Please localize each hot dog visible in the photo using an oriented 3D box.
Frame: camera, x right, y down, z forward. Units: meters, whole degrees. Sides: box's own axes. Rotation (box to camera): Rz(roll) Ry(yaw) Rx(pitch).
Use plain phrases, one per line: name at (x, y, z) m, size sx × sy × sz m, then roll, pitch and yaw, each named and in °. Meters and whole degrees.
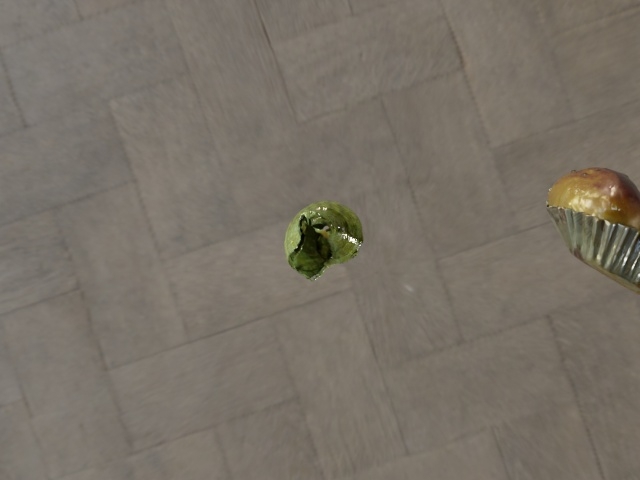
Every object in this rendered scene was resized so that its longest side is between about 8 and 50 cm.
hot dog at (0.286, -0.012, 1.177) m, size 0.163 × 0.270 × 0.081 m, roll 33°, pitch 101°, yaw 6°

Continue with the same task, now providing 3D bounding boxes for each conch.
conch at (0.000, 0.000, 1.349) m, size 0.074 × 0.121 × 0.089 m, roll 21°, pitch 90°, yaw 20°
